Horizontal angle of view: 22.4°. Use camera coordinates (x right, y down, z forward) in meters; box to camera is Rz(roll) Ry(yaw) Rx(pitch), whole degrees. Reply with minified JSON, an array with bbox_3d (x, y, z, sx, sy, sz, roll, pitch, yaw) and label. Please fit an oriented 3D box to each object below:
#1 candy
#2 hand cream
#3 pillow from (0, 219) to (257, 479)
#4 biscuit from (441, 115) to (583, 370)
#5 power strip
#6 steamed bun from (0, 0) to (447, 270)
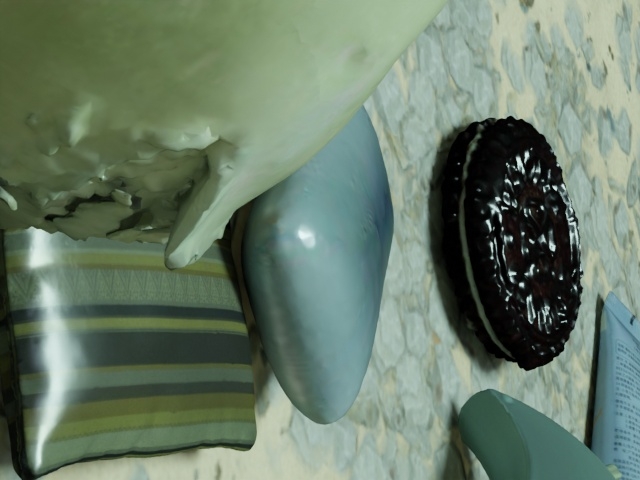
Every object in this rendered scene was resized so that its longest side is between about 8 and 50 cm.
[{"bbox_3d":[0.000,0.000,0.905,0.174,0.071,0.138,-75,156,-53],"label":"candy"},{"bbox_3d":[0.257,0.175,1.364,0.091,0.058,0.271,41,45,-35],"label":"hand cream"},{"bbox_3d":[-0.096,0.003,0.772,0.208,0.052,0.212,10,69,-66],"label":"pillow"},{"bbox_3d":[0.144,-0.001,1.199,0.194,0.053,0.194,23,63,-57],"label":"biscuit"},{"bbox_3d":[0.127,0.184,1.040,0.253,0.167,0.054,-31,151,-57],"label":"power strip"},{"bbox_3d":[-0.104,-0.148,0.580,0.312,0.233,0.334,36,8,-4],"label":"steamed bun"}]
